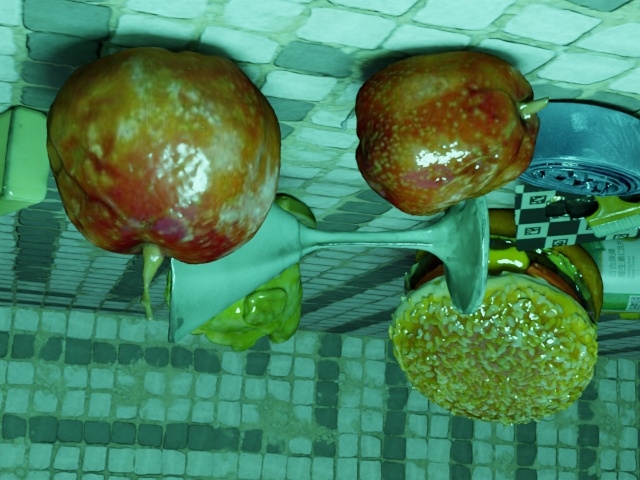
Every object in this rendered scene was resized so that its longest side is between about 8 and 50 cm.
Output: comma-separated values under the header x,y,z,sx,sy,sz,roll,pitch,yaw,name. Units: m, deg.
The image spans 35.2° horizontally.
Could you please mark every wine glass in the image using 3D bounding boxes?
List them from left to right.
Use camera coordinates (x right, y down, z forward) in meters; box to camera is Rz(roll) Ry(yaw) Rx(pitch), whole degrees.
x,y,z,sx,sy,sz,roll,pitch,yaw,name
0.000,0.000,1.323,0.406,0.267,0.267,1,169,-9,wine glass

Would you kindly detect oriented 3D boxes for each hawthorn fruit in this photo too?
x,y,z,sx,sy,sz,roll,pitch,yaw,name
-0.159,-0.055,1.017,0.242,0.271,0.242,2,178,0,hawthorn fruit
0.121,-0.103,0.993,0.179,0.173,0.173,4,168,0,hawthorn fruit

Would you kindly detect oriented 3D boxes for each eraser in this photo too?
x,y,z,sx,sy,sz,roll,pitch,yaw,name
-0.400,-0.093,1.269,0.058,0.117,0.172,12,165,-38,eraser

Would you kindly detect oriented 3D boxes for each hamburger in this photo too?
x,y,z,sx,sy,sz,roll,pitch,yaw,name
0.281,0.129,1.599,0.330,0.250,0.330,14,134,15,hamburger

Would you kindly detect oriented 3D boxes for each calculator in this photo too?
x,y,z,sx,sy,sz,roll,pitch,yaw,name
-0.088,-0.042,1.657,0.157,0.033,0.236,0,171,9,calculator

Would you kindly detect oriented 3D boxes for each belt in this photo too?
x,y,z,sx,sy,sz,roll,pitch,yaw,name
0.302,-0.097,1.154,0.190,0.082,0.141,14,170,-37,belt

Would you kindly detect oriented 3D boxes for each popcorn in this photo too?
x,y,z,sx,sy,sz,roll,pitch,yaw,name
-0.160,0.088,1.888,0.250,0.235,0.241,13,128,10,popcorn

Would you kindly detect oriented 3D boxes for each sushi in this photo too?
x,y,z,sx,sy,sz,roll,pitch,yaw,name
0.372,-0.061,1.384,0.215,0.050,0.192,-7,152,8,sushi

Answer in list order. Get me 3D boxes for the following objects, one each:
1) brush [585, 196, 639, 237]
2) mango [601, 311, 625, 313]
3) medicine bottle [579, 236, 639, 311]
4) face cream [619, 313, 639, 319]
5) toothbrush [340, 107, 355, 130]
x,y,z,sx,sy,sz,roll,pitch,yaw,name
0.375,-0.058,1.325,0.083,0.010,0.218,-16,148,24,brush
0.580,0.079,1.887,0.228,0.109,0.147,4,144,-2,mango
0.486,0.056,1.731,0.274,0.133,0.133,1,168,6,medicine bottle
0.765,0.105,1.965,0.349,0.104,0.105,-1,168,20,face cream
0.037,-0.145,1.172,0.006,0.008,0.097,-8,170,-14,toothbrush
